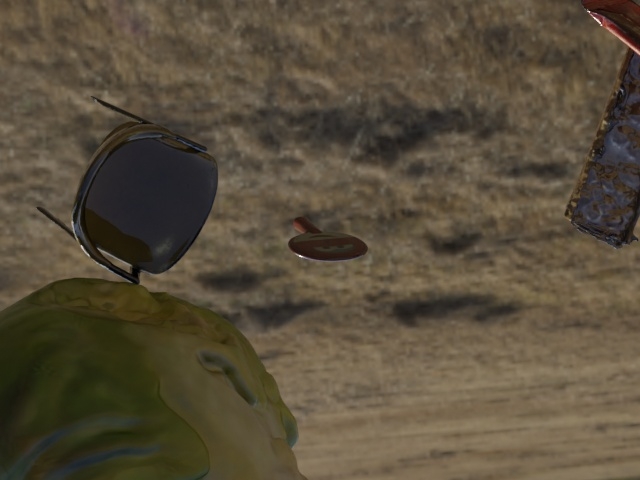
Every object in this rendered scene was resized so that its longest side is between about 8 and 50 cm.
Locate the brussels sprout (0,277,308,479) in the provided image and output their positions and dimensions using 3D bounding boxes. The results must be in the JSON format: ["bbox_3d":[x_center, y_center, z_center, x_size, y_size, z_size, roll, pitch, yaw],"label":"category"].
[{"bbox_3d":[-0.176,0.178,0.896,0.344,0.344,0.268,-7,151,7],"label":"brussels sprout"}]

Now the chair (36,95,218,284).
[{"bbox_3d":[-0.202,-0.051,1.126,0.172,0.159,0.247,27,-179,-28],"label":"chair"}]

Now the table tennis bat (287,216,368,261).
[{"bbox_3d":[0.000,0.000,1.318,0.098,0.019,0.154,-5,-160,-19],"label":"table tennis bat"}]

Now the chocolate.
[{"bbox_3d":[0.381,-0.154,1.277,0.102,0.329,0.065,25,172,-25],"label":"chocolate"}]

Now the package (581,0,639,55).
[{"bbox_3d":[0.386,-0.220,1.186,0.083,0.200,0.022,-20,146,-33],"label":"package"}]
